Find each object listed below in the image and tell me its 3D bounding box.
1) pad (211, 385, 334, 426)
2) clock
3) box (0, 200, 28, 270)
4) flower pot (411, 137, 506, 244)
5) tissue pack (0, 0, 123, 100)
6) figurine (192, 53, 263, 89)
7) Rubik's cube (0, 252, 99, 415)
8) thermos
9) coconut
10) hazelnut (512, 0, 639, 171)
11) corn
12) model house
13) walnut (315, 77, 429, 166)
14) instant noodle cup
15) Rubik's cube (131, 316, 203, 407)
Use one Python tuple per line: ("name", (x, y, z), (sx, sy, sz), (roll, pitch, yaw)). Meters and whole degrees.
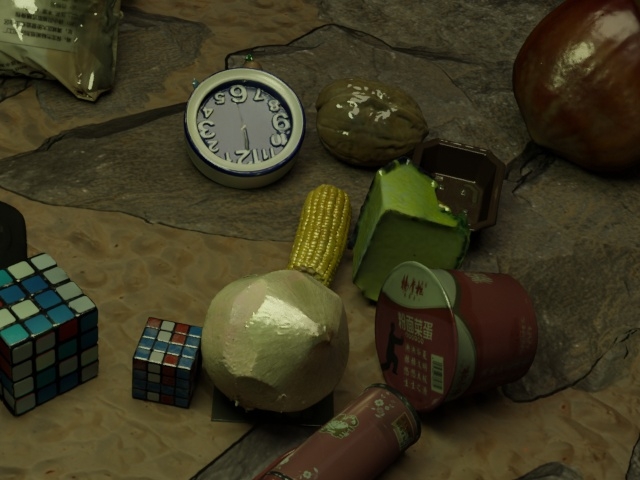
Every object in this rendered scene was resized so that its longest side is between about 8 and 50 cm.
("pad", (-0.073, 0.238, 1.724), (0.190, 0.004, 0.127), (4, 42, -5))
("clock", (-0.146, -0.214, 2.097), (0.231, 0.083, 0.230), (3, 69, -9))
("box", (-0.579, -0.018, 1.823), (0.213, 0.042, 0.201), (23, 33, -37))
("flower pot", (0.245, -0.080, 2.075), (0.179, 0.084, 0.250), (14, 43, 5))
("tissue pack", (-0.585, -0.496, 2.207), (0.376, 0.389, 0.195), (9, 4, 1))
("figurine", (-0.167, -0.319, 2.237), (0.178, 0.114, 0.144), (1, 74, 7))
("Rubik's cube", (-0.437, 0.139, 1.656), (0.151, 0.155, 0.154), (-24, 52, -34))
("thermos", (-0.010, 0.327, 1.556), (0.136, 0.109, 0.330), (34, 48, 25))
("coconut", (-0.062, 0.148, 1.636), (0.224, 0.224, 0.234), (-16, 10, -26))
("hazelnut", (0.579, -0.323, 2.235), (0.366, 0.365, 0.365), (5, 42, -5))
("corn", (0.000, 0.000, 1.936), (0.093, 0.093, 0.244), (11, 44, 2))
("model house", (0.147, -0.017, 1.909), (0.170, 0.193, 0.211), (11, 34, -10))
("walnut", (0.102, -0.228, 2.158), (0.231, 0.178, 0.178), (8, 42, -7))
("instant noodle cup", (0.215, 0.144, 1.729), (0.179, 0.234, 0.234), (-3, 42, -28))
("Rubik's cube", (-0.233, 0.186, 1.685), (0.092, 0.092, 0.092), (11, 42, 1))
